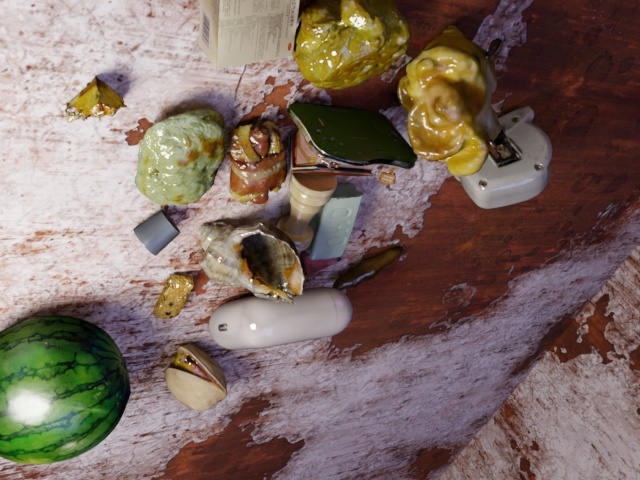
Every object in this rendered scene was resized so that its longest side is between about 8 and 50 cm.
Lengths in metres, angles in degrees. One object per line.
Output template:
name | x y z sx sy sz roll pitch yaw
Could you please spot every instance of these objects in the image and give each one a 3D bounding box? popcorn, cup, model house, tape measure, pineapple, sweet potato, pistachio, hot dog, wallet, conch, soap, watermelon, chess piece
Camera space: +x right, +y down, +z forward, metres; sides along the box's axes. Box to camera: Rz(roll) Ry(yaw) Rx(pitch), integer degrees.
popcorn | 0.290 -0.324 1.691 0.297 0.281 0.316 41 62 -49
cup | -0.365 -0.019 1.664 0.077 0.078 0.100 -39 179 -1
model house | 0.049 -0.188 1.678 0.294 0.207 0.154 -1 136 -38
tape measure | 0.489 -0.223 1.967 0.258 0.265 0.130 -22 142 -4
pineapple | -0.426 -0.252 1.353 0.114 0.114 0.077 -21 109 8
sweet potato | 0.144 0.085 2.199 0.274 0.067 0.067 -29 145 -17
pistachio | -0.352 0.387 2.072 0.157 0.157 0.229 -33 136 -3
hot dog | -0.136 -0.166 1.640 0.146 0.103 0.213 -22 142 -19
wallet | 0.000 0.000 2.013 0.119 0.025 0.232 -23 142 -15
conch | -0.162 0.034 1.791 0.291 0.159 0.210 33 111 -21
soap | 0.030 -0.047 1.909 0.114 0.063 0.198 -7 130 -32
watermelon | -0.607 0.331 1.649 0.363 0.363 0.363 -22 143 -18
chess piece | -0.070 -0.017 1.869 0.117 0.117 0.397 -9 140 -32

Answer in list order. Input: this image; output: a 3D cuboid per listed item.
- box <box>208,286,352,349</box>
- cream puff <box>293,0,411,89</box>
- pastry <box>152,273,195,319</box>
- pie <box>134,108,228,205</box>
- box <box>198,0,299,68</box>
box | -0.108 0.210 1.995 0.349 0.141 0.288 -5 172 -34
cream puff | 0.061 -0.398 1.444 0.244 0.244 0.196 -31 109 -4
pastry | -0.370 0.143 1.855 0.080 0.056 0.140 5 132 -27
pie | -0.277 -0.170 1.533 0.201 0.090 0.248 -14 144 -31
box | -0.127 -0.435 1.338 0.168 0.095 0.212 -14 141 -24
